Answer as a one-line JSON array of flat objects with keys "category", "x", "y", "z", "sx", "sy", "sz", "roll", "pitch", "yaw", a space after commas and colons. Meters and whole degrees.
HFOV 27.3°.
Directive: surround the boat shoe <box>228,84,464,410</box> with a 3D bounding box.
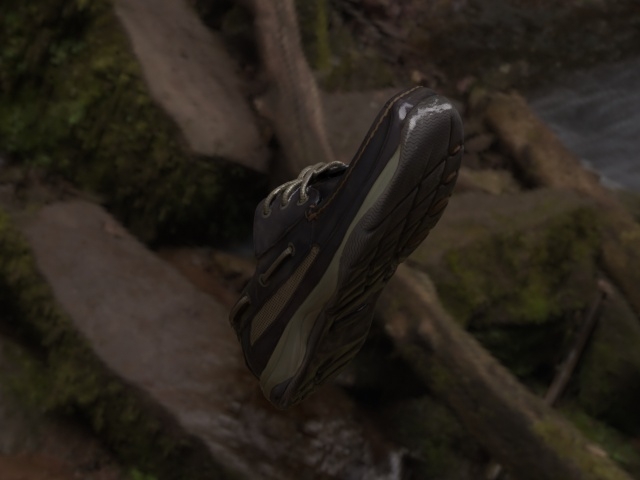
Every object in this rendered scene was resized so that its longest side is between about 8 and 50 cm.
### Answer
[{"category": "boat shoe", "x": 0.000, "y": 0.000, "z": 1.151, "sx": 0.130, "sy": 0.355, "sz": 0.132, "roll": 42, "pitch": 38, "yaw": 18}]
